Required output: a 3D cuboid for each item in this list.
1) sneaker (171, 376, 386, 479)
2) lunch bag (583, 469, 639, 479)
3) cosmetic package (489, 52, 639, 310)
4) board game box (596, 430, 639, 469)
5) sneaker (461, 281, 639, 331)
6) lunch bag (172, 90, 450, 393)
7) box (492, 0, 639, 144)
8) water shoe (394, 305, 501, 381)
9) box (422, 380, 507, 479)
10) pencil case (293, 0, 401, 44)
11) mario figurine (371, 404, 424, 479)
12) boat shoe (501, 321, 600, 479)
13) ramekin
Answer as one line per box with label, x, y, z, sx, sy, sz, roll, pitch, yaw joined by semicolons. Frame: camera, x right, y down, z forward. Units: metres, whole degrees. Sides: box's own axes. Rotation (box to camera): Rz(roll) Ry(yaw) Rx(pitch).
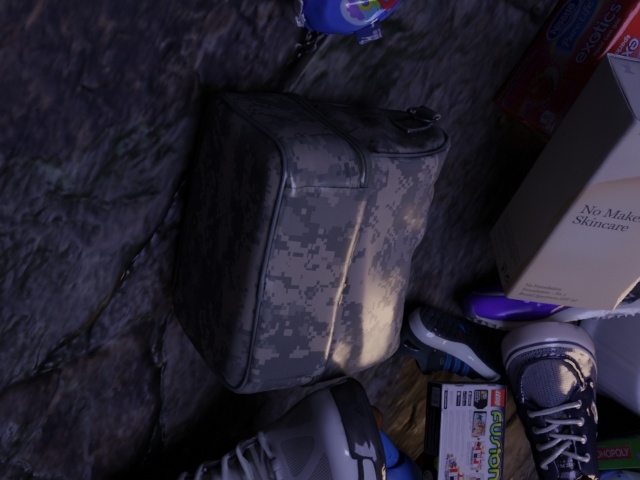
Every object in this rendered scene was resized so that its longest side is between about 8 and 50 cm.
sneaker;-0.098;0.309;1.059;0.258;0.169;0.447;-3;147;-22
lunch bag;0.527;0.528;1.620;0.303;0.115;0.243;19;106;-35
cosmetic package;0.338;-0.055;1.080;0.160;0.113;0.309;7;140;-14
board game box;0.560;0.323;1.483;0.317;0.213;0.046;-2;75;-28
sneaker;0.327;0.039;1.282;0.293;0.102;0.146;-7;99;-17
lunch bag;0.000;0.000;1.008;0.256;0.212;0.305;-2;118;-30
box;0.352;-0.229;1.136;0.128;0.122;0.257;28;99;-34
water shoe;0.170;0.150;1.277;0.080;0.073;0.203;-34;133;26
box;0.193;0.295;1.247;0.114;0.036;0.207;6;86;-29
pencil case;-0.029;-0.331;0.884;0.133;0.119;0.306;-41;126;-2
mario figurine;0.132;0.356;1.279;0.198;0.170;0.320;-34;124;25
boat shoe;0.333;0.242;1.276;0.127;0.158;0.340;-13;148;17
ramekin;0.543;0.153;1.424;0.277;0.135;0.277;-13;120;-23
